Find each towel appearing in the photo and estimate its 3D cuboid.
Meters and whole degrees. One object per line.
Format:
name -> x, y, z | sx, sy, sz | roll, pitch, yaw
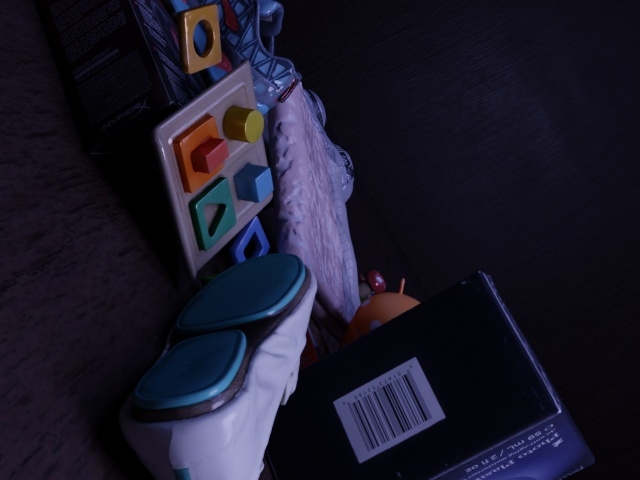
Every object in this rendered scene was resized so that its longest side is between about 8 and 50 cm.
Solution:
towel -> -0.007, -0.047, 1.279 | 0.317, 0.054, 0.331 | 58, 22, -59

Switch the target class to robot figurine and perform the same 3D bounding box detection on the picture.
robot figurine -> 0.087, 0.163, 1.227 | 0.128, 0.219, 0.158 | 33, 31, 17

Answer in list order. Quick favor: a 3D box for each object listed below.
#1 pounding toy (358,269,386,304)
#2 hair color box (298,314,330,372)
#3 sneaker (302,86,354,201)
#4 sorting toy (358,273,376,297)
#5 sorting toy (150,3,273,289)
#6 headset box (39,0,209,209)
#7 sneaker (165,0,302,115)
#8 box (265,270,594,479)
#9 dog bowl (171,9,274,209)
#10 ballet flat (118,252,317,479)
pounding toy -> 0.099, 0.144, 1.636 | 0.236, 0.110, 0.183 | 64, 10, 23
hair color box -> -0.014, 0.163, 1.195 | 0.072, 0.043, 0.141 | 50, 13, -49
sneaker -> -0.061, -0.226, 1.841 | 0.210, 0.137, 0.365 | 34, 28, -47
sorting toy -> 0.162, 0.183, 2.038 | 0.132, 0.046, 0.274 | 53, 11, -36
sorting toy -> -0.101, -0.079, 0.943 | 0.196, 0.047, 0.347 | -53, 144, -45
headset box -> -0.211, -0.197, 1.041 | 0.293, 0.110, 0.218 | 65, 10, 26
sneaker -> -0.107, -0.278, 1.107 | 0.261, 0.125, 0.104 | 63, 7, 10
box -> 0.130, 0.222, 0.998 | 0.294, 0.296, 0.182 | 44, 18, -58
dog bowl -> -0.156, -0.191, 1.337 | 0.348, 0.102, 0.348 | 57, 11, -17
ballet flat -> -0.078, 0.124, 0.801 | 0.139, 0.139, 0.400 | 59, 14, -9
